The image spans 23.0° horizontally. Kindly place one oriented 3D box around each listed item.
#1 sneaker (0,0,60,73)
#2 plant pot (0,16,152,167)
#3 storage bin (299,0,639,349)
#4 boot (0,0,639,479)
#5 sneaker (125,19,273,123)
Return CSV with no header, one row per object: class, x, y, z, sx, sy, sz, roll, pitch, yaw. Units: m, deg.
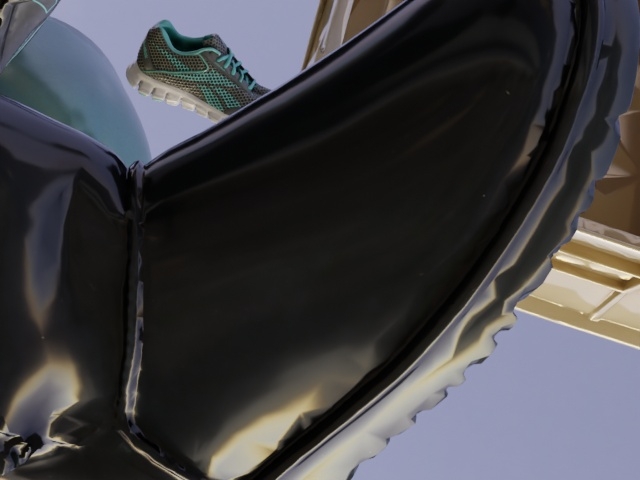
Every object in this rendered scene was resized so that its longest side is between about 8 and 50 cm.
sneaker,-0.235,-0.211,1.187,0.267,0.101,0.106,-44,-167,32
plant pot,-0.305,-0.063,1.620,0.293,0.293,0.235,-65,-148,15
storage bin,0.132,-0.103,0.853,0.123,0.260,0.262,128,-22,-65
boot,-0.063,-0.013,0.418,0.246,0.207,0.094,-52,-154,29
sneaker,-0.098,-0.156,1.482,0.065,0.166,0.076,-80,-171,-59
